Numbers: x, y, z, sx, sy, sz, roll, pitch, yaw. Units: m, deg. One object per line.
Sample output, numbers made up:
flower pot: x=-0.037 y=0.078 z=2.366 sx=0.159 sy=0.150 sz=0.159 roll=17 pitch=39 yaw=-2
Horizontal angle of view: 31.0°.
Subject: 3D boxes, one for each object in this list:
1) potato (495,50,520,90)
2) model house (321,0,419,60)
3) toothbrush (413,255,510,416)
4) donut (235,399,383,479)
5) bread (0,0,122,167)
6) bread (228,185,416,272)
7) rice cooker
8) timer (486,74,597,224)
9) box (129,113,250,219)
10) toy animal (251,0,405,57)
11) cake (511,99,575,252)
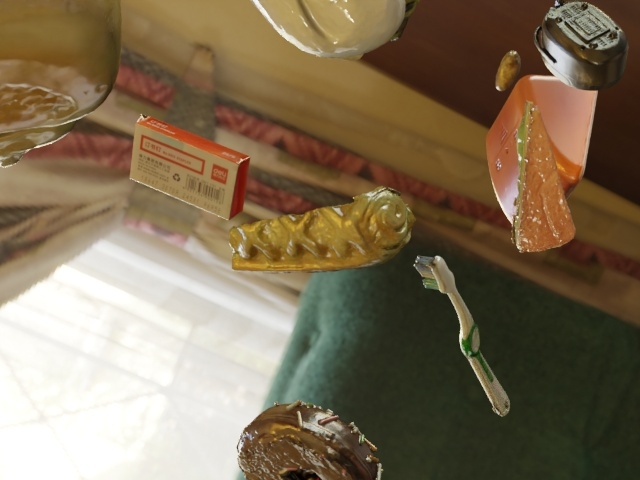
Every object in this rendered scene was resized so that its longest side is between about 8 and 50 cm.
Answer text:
potato: x=0.401 y=-0.360 z=2.453 sx=0.045 sy=0.047 sz=0.092 roll=-119 pitch=40 yaw=-58
model house: x=0.054 y=-0.434 z=2.019 sx=0.234 sy=0.174 sz=0.193 roll=-30 pitch=-17 yaw=-42
toothbrush: x=0.222 y=0.149 z=1.681 sx=0.040 sy=0.418 sz=0.042 roll=6 pitch=57 yaw=32
donut: x=-0.017 y=0.381 z=1.973 sx=0.269 sy=0.270 sz=0.103 roll=-50 pitch=6 yaw=50
bread: x=-0.448 y=-0.253 z=1.360 sx=0.348 sy=0.376 sz=0.252 roll=-42 pitch=66 yaw=52
bread: x=0.000 y=0.000 z=1.386 sx=0.232 sy=0.128 sz=0.087 roll=-11 pitch=73 yaw=26
rice cooker: x=0.422 y=-0.316 z=1.865 sx=0.112 sy=0.165 sz=0.106 roll=-31 pitch=-28 yaw=-16
timer: x=0.436 y=-0.162 z=2.257 sx=0.257 sy=0.161 sz=0.249 roll=113 pitch=160 yaw=-59
box: x=-0.241 y=-0.133 z=2.077 sx=0.050 sy=0.229 sz=0.122 roll=-43 pitch=-30 yaw=-54
toy animal: x=0.005 y=-0.356 z=1.478 sx=0.272 sy=0.265 sz=0.206 roll=-29 pitch=-10 yaw=-40
cake: x=0.335 y=-0.097 z=1.719 sx=0.109 sy=0.090 sz=0.225 roll=-69 pitch=-21 yaw=-73
